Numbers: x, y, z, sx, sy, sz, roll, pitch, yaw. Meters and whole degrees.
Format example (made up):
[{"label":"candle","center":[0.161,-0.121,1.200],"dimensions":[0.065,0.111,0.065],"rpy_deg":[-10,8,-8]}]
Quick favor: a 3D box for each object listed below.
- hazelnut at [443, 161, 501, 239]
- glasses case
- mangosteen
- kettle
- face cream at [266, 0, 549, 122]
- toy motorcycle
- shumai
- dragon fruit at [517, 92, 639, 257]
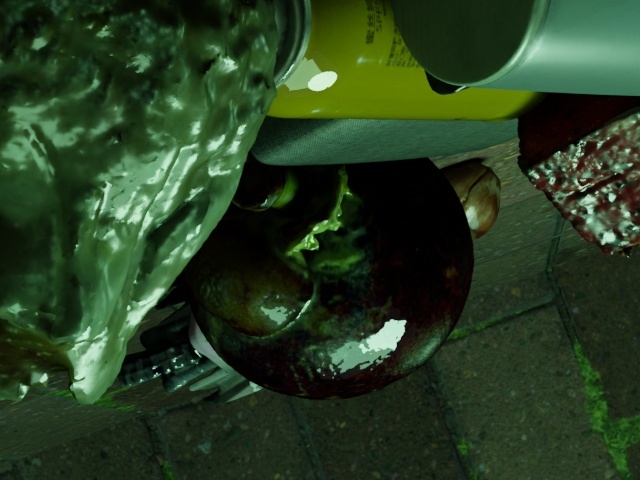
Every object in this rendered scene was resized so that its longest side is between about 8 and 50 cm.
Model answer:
[{"label":"hazelnut","center":[0.153,-0.043,1.982],"dimensions":[0.086,0.086,0.086],"rpy_deg":[-19,171,-3]},{"label":"glasses case","center":[0.081,-0.110,1.395],"dimensions":[0.131,0.074,0.323],"rpy_deg":[-27,169,36]},{"label":"mangosteen","center":[0.000,0.000,1.462],"dimensions":[0.231,0.231,0.289],"rpy_deg":[-19,158,-1]},{"label":"kettle","center":[0.172,-0.170,1.040],"dimensions":[0.243,0.160,0.210],"rpy_deg":[-9,142,-41]},{"label":"face cream","center":[0.028,-0.122,1.109],"dimensions":[0.105,0.105,0.349],"rpy_deg":[-24,170,30]},{"label":"toy motorcycle","center":[-0.065,0.083,2.061],"dimensions":[0.327,0.143,0.188],"rpy_deg":[-21,175,-43]},{"label":"shumai","center":[-0.145,-0.030,0.876],"dimensions":[0.256,0.218,0.189],"rpy_deg":[-3,-179,6]},{"label":"dragon fruit","center":[0.204,-0.091,1.269],"dimensions":[0.120,0.161,0.127],"rpy_deg":[-25,137,29]}]
